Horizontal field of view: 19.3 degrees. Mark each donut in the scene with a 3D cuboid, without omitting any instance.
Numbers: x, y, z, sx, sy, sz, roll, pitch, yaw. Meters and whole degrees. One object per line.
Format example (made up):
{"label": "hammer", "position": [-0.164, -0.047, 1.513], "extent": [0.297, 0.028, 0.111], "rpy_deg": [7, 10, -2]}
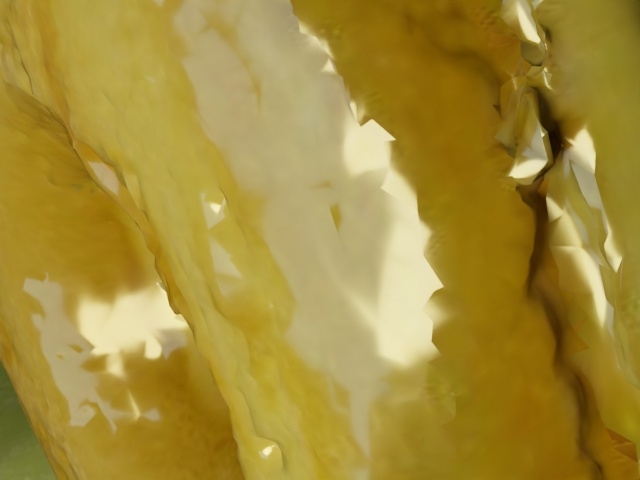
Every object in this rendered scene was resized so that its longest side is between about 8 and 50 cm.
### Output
{"label": "donut", "position": [0.000, 0.000, 0.667], "extent": [0.449, 0.198, 0.448], "rpy_deg": [41, 145, 38]}

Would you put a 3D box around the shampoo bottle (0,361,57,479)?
{"label": "shampoo bottle", "position": [-0.136, 0.213, 0.963], "extent": [0.322, 0.322, 0.317], "rpy_deg": [12, 130, 58]}
